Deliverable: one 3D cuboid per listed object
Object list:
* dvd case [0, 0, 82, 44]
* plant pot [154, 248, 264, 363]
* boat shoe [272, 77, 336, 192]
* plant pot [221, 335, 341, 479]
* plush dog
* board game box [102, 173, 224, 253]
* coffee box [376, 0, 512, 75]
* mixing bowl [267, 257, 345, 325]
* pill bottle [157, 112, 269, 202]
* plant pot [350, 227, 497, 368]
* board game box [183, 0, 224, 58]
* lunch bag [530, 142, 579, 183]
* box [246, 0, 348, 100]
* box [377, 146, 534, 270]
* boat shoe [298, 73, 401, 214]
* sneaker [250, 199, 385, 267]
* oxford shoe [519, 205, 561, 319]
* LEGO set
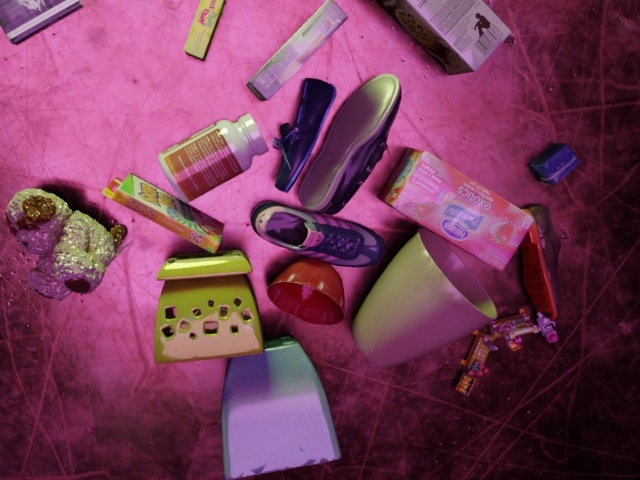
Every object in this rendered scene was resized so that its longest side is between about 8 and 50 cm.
[{"bbox_3d":[-0.616,-0.537,1.428,0.164,0.018,0.221,-31,103,-3],"label":"dvd case"},{"bbox_3d":[-0.241,0.131,1.508,0.227,0.228,0.207,-4,95,-7],"label":"plant pot"},{"bbox_3d":[-0.051,-0.230,1.538,0.089,0.109,0.258,24,80,-5],"label":"boat shoe"},{"bbox_3d":[-0.108,0.351,1.564,0.247,0.248,0.252,-9,89,-6],"label":"plant pot"},{"bbox_3d":[-0.541,-0.017,1.455,0.225,0.262,0.211,46,58,-23],"label":"plush dog"},{"bbox_3d":[-0.330,-0.064,1.503,0.259,0.124,0.039,27,107,-12],"label":"board game box"},{"bbox_3d":[0.235,-0.494,1.482,0.297,0.168,0.119,42,92,-12],"label":"coffee box"},{"bbox_3d":[-0.018,0.103,1.573,0.181,0.181,0.098,28,60,-12],"label":"mixing bowl"},{"bbox_3d":[-0.224,-0.180,1.499,0.216,0.121,0.121,-29,103,-2],"label":"pill bottle"},{"bbox_3d":[0.207,0.156,1.582,0.256,0.256,0.274,43,109,-13],"label":"plant pot"},{"bbox_3d":[-0.231,-0.467,1.458,0.043,0.092,0.181,20,97,-10],"label":"board game box"},{"bbox_3d":[0.550,-0.179,1.637,0.098,0.067,0.065,-40,104,-1],"label":"lunch bag"},{"bbox_3d":[-0.053,-0.387,1.453,0.056,0.183,0.231,44,91,-13],"label":"box"},{"bbox_3d":[0.300,-0.073,1.578,0.300,0.154,0.142,29,95,-13],"label":"box"},{"bbox_3d":[0.086,-0.199,1.549,0.113,0.127,0.340,28,92,-48],"label":"boat shoe"},{"bbox_3d":[0.000,0.000,1.560,0.319,0.131,0.112,13,98,-11],"label":"sneaker"},{"bbox_3d":[0.533,0.050,1.657,0.098,0.097,0.271,-16,96,-18],"label":"oxford shoe"},{"bbox_3d":[0.434,0.262,1.683,0.287,0.107,0.132,-35,103,-1],"label":"LEGO set"}]
